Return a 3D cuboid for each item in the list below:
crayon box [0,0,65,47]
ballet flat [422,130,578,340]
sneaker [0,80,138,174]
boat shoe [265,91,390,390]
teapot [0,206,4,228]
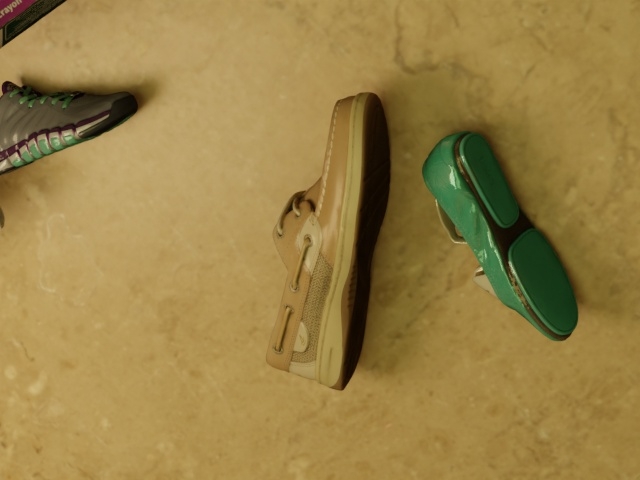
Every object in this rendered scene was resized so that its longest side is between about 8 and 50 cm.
[{"bbox_3d":[-0.366,-0.371,1.731,0.363,0.106,0.313,-38,92,-13],"label":"crayon box"},{"bbox_3d":[0.185,0.000,1.792,0.087,0.083,0.247,-23,100,49],"label":"ballet flat"},{"bbox_3d":[-0.314,-0.144,1.906,0.223,0.083,0.098,-20,95,24],"label":"sneaker"},{"bbox_3d":[0.000,0.000,1.822,0.110,0.121,0.341,13,112,14],"label":"boat shoe"},{"bbox_3d":[-0.516,-0.081,1.941,0.187,0.252,0.256,-46,113,-10],"label":"teapot"}]
